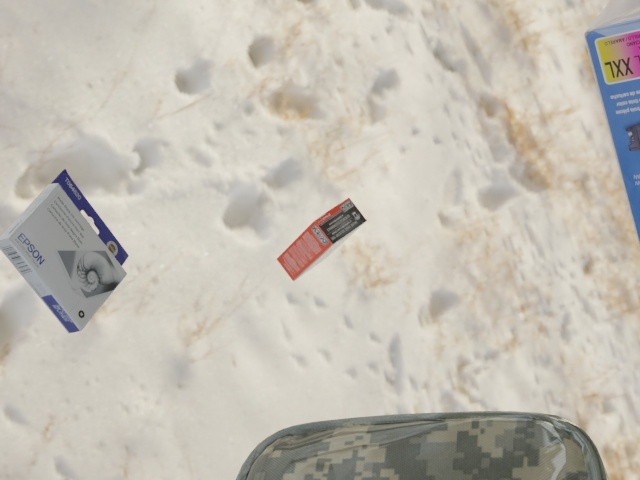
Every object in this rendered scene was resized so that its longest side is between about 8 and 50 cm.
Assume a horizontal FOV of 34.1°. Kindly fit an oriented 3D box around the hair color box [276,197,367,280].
[{"bbox_3d":[0.000,0.000,1.444,0.072,0.141,0.043,-35,85,-34],"label":"hair color box"}]

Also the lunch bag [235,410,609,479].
[{"bbox_3d":[0.071,0.263,0.530,0.256,0.212,0.305,60,29,-48],"label":"lunch bag"}]

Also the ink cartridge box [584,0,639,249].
[{"bbox_3d":[0.478,-0.132,1.326,0.270,0.151,0.396,-46,124,-51],"label":"ink cartridge box"}]

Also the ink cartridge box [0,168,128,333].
[{"bbox_3d":[-0.448,0.014,1.890,0.223,0.045,0.224,57,40,-26],"label":"ink cartridge box"}]
